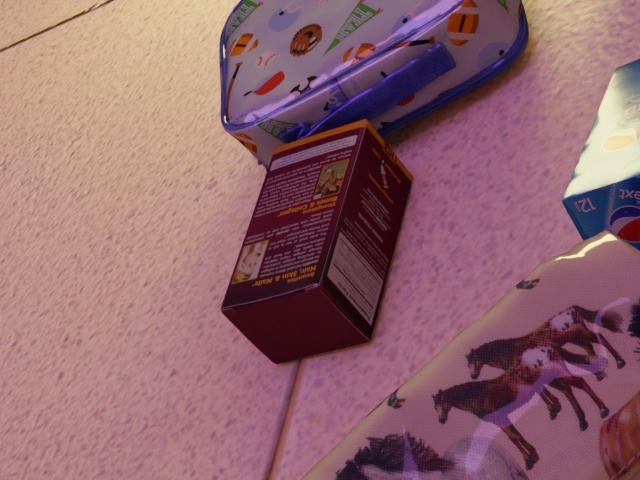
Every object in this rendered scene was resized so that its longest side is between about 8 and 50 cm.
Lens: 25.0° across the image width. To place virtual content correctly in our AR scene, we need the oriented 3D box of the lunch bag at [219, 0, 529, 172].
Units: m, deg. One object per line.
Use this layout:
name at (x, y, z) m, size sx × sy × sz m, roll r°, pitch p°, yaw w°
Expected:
lunch bag at (0.039, -0.184, 1.357) m, size 0.303 × 0.115 × 0.243 m, roll -30°, pitch 38°, yaw 18°

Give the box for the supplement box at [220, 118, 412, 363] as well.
supplement box at (0.000, 0.000, 1.220) m, size 0.104 × 0.081 × 0.188 m, roll -16°, pitch 42°, yaw 34°

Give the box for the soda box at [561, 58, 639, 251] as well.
soda box at (0.233, -0.063, 1.009) m, size 0.071 × 0.067 × 0.210 m, roll -20°, pitch 21°, yaw 31°

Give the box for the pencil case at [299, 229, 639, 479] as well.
pencil case at (0.093, 0.167, 0.872) m, size 0.410 × 0.160 × 0.183 m, roll -41°, pitch 42°, yaw 3°
